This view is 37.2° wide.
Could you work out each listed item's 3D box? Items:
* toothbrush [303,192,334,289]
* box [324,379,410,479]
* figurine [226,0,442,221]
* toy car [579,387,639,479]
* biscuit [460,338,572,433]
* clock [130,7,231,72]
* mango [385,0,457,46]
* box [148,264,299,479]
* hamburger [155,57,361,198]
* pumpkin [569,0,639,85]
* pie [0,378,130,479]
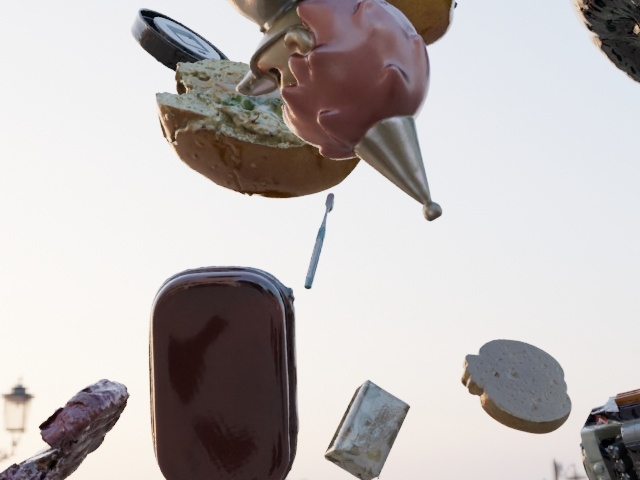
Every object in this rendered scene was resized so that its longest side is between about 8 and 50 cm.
[{"bbox_3d":[0.000,0.000,1.154,0.011,0.167,0.014,1,-47,12],"label":"toothbrush"},{"bbox_3d":[0.052,0.210,1.047,0.062,0.098,0.045,31,-30,-6],"label":"box"},{"bbox_3d":[-0.006,-0.177,0.856,0.166,0.387,0.207,-34,-5,12],"label":"figurine"},{"bbox_3d":[0.436,0.324,1.180,0.193,0.301,0.118,-20,7,30],"label":"toy car"},{"bbox_3d":[0.285,0.218,1.407,0.170,0.170,0.050,2,-52,-15],"label":"biscuit"},{"bbox_3d":[-0.230,-0.318,1.578,0.184,0.184,0.040,16,-64,-46],"label":"clock"},{"bbox_3d":[0.086,-0.281,1.074,0.115,0.089,0.165,-30,-44,22],"label":"mango"},{"bbox_3d":[-0.168,0.245,1.646,0.263,0.404,0.108,-1,1,3],"label":"box"},{"bbox_3d":[-0.076,-0.131,1.269,0.282,0.144,0.157,14,-49,9],"label":"hamburger"},{"bbox_3d":[0.464,-0.322,1.142,0.238,0.315,0.315,-46,-15,-15],"label":"pumpkin"},{"bbox_3d":[-0.324,0.257,1.181,0.219,0.054,0.204,-48,-6,-4],"label":"pie"}]
